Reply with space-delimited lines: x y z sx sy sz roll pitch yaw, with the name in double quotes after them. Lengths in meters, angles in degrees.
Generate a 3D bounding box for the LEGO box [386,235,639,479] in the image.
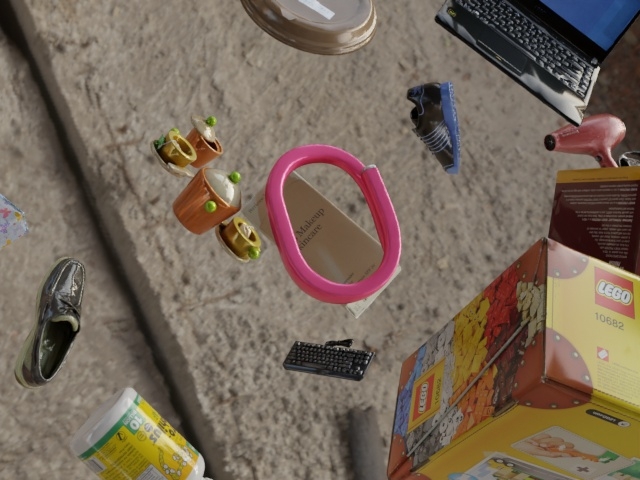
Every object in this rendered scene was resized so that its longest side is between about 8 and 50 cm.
0.395 0.247 1.088 0.500 0.372 0.193 22 52 -11 "LEGO box"

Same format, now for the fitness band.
0.021 -0.033 1.431 0.209 0.054 0.291 -12 70 -18 "fitness band"

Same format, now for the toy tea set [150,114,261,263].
-0.189 -0.125 1.521 0.200 0.124 0.336 30 26 -51 "toy tea set"

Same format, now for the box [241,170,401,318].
0.000 0.000 1.738 0.311 0.121 0.148 40 86 21 "box"

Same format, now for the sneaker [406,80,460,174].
0.232 -0.225 1.716 0.090 0.232 0.081 -3 46 15 "sneaker"

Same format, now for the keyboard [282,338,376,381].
0.022 0.232 1.718 0.108 0.180 0.023 -54 141 -47 "keyboard"

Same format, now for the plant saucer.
-0.017 -0.459 1.590 0.278 0.041 0.278 11 53 -15 "plant saucer"

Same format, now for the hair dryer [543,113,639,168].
0.593 -0.165 1.727 0.293 0.080 0.223 23 51 -4 "hair dryer"

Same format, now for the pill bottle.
-0.239 0.317 1.193 0.208 0.117 0.117 47 56 -9 "pill bottle"

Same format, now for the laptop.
0.312 -0.322 1.116 0.234 0.136 0.264 36 46 -3 "laptop"

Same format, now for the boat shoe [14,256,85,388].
-0.418 0.130 1.358 0.080 0.073 0.223 37 58 -41 "boat shoe"

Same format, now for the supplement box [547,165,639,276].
0.430 0.004 1.193 0.129 0.191 0.194 9 88 -23 "supplement box"

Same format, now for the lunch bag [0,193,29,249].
-0.457 -0.027 1.167 0.083 0.053 0.071 34 55 20 "lunch bag"
